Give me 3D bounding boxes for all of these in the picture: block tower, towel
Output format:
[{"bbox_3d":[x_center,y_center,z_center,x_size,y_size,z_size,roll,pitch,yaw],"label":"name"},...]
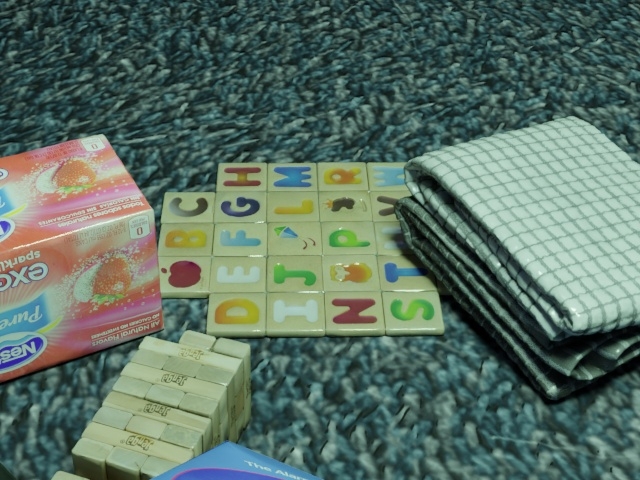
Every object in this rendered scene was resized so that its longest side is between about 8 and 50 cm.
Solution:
[{"bbox_3d":[-0.151,0.211,0.801,0.091,0.097,0.335,12,38,14],"label":"block tower"},{"bbox_3d":[0.238,0.008,1.039,0.235,0.121,0.283,-13,44,-28],"label":"towel"}]

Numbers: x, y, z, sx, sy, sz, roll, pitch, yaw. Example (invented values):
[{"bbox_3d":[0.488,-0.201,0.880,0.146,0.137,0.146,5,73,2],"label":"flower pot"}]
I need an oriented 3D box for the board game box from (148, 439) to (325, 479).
[{"bbox_3d":[0.054,0.229,0.607,0.347,0.078,0.233,20,3,13],"label":"board game box"}]

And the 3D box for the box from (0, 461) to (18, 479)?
[{"bbox_3d":[-0.313,0.175,0.741,0.180,0.147,0.077,-20,27,35],"label":"box"}]

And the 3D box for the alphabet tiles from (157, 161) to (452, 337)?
[{"bbox_3d":[0.000,0.000,1.130,0.343,0.011,0.285,-1,39,-1],"label":"alphabet tiles"}]

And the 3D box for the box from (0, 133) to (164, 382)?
[{"bbox_3d":[-0.308,0.033,0.975,0.300,0.154,0.142,-17,42,-22],"label":"box"}]
